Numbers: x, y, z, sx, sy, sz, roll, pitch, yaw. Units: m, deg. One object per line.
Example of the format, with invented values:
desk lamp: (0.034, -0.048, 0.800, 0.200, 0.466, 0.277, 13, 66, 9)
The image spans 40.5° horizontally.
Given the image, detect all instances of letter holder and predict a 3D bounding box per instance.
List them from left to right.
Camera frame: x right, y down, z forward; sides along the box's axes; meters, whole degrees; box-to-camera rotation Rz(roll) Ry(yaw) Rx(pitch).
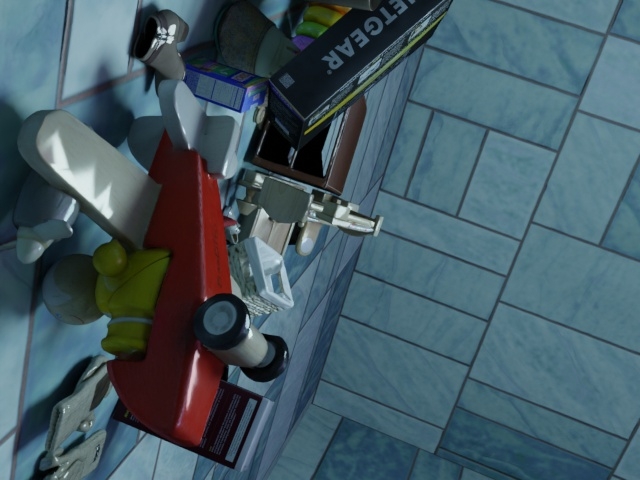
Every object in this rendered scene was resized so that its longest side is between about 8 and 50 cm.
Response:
letter holder: (-0.009, -0.221, 1.771, 0.302, 0.152, 0.214, -3, 112, -83)

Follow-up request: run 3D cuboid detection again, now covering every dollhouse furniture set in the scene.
dollhouse furniture set: (0.000, 0.000, 1.682, 0.303, 0.356, 0.173, 14, 97, -41)

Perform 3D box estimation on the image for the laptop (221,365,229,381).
laptop: (-0.194, 0.192, 1.692, 0.137, 0.264, 0.234, -21, 144, -25)

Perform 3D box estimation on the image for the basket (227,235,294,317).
basket: (-0.130, 0.074, 1.620, 0.167, 0.103, 0.113, 45, 29, -69)

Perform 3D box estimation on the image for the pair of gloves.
pair of gloves: (-0.360, 0.283, 1.258, 0.204, 0.042, 0.240, -56, 166, -66)

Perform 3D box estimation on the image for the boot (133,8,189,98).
boot: (-0.202, -0.229, 1.075, 0.087, 0.042, 0.118, -29, 138, -66)

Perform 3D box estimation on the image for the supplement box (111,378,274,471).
supplement box: (-0.214, 0.287, 1.474, 0.073, 0.240, 0.130, 72, 40, -77)

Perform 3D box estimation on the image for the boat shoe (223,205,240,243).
boat shoe: (-0.170, -0.027, 1.669, 0.100, 0.035, 0.035, 100, 15, -50)

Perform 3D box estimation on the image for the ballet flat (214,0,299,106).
ballet flat: (-0.081, -0.289, 1.393, 0.316, 0.106, 0.107, 45, 67, -79)

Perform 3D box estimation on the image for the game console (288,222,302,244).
game console: (-0.075, -0.056, 2.212, 0.107, 0.071, 0.122, -2, 115, -47)

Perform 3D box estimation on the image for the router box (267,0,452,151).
router box: (0.058, -0.281, 1.319, 0.309, 0.081, 0.243, -41, 179, -7)

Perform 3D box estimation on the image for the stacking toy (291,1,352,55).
stacking toy: (0.009, -0.360, 1.588, 0.301, 0.166, 0.175, -59, -156, -11)

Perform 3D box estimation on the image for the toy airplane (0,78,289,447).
toy airplane: (-0.207, 0.008, 1.028, 0.384, 0.273, 0.386, -73, 144, -71)

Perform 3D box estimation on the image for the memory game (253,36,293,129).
memory game: (-0.084, -0.297, 1.645, 0.186, 0.012, 0.186, 21, 90, -81)

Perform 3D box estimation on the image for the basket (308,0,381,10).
basket: (-0.015, -0.404, 1.156, 0.154, 0.227, 0.204, 4, 106, -80)

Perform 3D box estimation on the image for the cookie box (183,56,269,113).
cookie box: (-0.138, -0.220, 1.219, 0.092, 0.107, 0.040, -47, 156, -67)

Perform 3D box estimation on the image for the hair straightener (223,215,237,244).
hair straightener: (-0.208, 0.008, 1.493, 0.230, 0.047, 0.089, -27, 137, -76)
